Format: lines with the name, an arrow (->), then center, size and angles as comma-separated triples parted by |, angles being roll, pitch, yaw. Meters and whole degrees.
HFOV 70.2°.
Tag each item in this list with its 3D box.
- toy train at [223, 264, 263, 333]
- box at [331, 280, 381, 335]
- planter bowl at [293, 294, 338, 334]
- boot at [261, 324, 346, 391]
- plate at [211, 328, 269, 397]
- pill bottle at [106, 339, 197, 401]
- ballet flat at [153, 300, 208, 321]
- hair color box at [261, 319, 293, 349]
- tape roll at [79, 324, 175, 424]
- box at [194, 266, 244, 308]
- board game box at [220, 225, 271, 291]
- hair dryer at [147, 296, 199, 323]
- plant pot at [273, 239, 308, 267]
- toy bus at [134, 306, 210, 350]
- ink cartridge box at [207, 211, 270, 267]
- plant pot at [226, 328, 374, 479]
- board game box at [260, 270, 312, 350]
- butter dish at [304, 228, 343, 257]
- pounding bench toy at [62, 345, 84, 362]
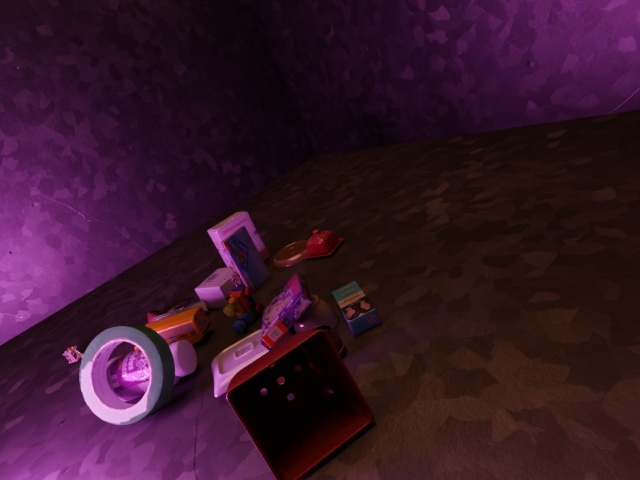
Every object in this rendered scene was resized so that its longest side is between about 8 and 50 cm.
toy train -> -0.338, 0.236, 1.794 | 0.105, 0.247, 0.143 | -12, 29, 30
box -> 0.118, 0.227, 1.566 | 0.101, 0.060, 0.244 | -26, 20, -3
planter bowl -> -0.030, 0.259, 1.588 | 0.162, 0.109, 0.162 | -21, 21, 9
boot -> -0.081, 0.357, 1.402 | 0.306, 0.115, 0.112 | -27, 23, -1
plate -> -0.252, 0.390, 1.559 | 0.278, 0.045, 0.277 | -29, 13, -10
pill bottle -> -0.611, 0.463, 1.651 | 0.302, 0.169, 0.169 | -21, 21, 11
ballet flat -> -0.610, 0.338, 2.020 | 0.249, 0.086, 0.086 | -19, 13, -41
hair color box -> -0.120, 0.283, 1.323 | 0.072, 0.043, 0.141 | -45, -20, -12
tape roll -> -0.651, 0.447, 1.536 | 0.322, 0.321, 0.077 | -21, -11, 10
box -> -0.451, 0.220, 2.132 | 0.182, 0.119, 0.181 | -8, 26, 36
board game box -> -0.337, 0.091, 2.088 | 0.027, 0.281, 0.145 | -6, 28, 42
hair dryer -> -0.722, 0.359, 2.203 | 0.294, 0.080, 0.223 | -9, 11, 18
plant pot -> -0.137, 0.060, 2.296 | 0.237, 0.032, 0.236 | -21, 21, 8
toy bus -> -0.626, 0.392, 1.895 | 0.333, 0.130, 0.108 | -19, 21, 14
ink cartridge box -> -0.418, 0.016, 2.357 | 0.207, 0.282, 0.117 | -37, 24, -29
plant pot -> -0.073, 0.387, 1.155 | 0.267, 0.267, 0.236 | -31, 8, -16
board game box -> -0.122, 0.230, 1.571 | 0.208, 0.056, 0.347 | -46, 10, 1
butter dish -> 0.000, 0.000, 2.165 | 0.160, 0.118, 0.160 | -9, 25, 36
pounding bench toy -> -1.209, 0.554, 2.242 | 0.083, 0.065, 0.052 | -19, 21, 14
